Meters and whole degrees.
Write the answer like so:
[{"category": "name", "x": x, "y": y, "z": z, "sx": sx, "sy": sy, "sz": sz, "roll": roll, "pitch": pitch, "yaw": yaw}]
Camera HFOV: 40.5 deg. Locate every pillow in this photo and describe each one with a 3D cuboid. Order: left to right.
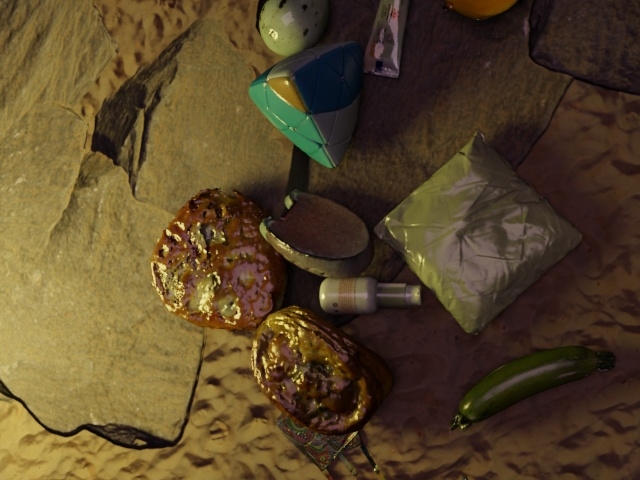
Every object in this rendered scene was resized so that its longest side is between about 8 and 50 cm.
[{"category": "pillow", "x": 0.283, "y": -0.014, "z": 1.588, "sx": 0.274, "sy": 0.076, "sz": 0.281, "roll": -43, "pitch": 76, "yaw": 7}]

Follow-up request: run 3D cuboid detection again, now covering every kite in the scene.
[{"category": "kite", "x": 0.039, "y": 0.413, "z": 1.655, "sx": 0.152, "sy": 0.015, "sz": 0.285, "roll": -38, "pitch": 74, "yaw": 13}]

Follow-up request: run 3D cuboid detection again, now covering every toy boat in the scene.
[{"category": "toy boat", "x": 0.000, "y": 0.000, "z": 1.656, "sx": 0.227, "sy": 0.085, "sz": 0.155, "roll": 27, "pitch": 54, "yaw": 25}]

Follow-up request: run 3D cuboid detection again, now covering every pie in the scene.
[{"category": "pie", "x": -0.204, "y": 0.046, "z": 1.719, "sx": 0.308, "sy": 0.085, "sz": 0.308, "roll": -1, "pitch": 86, "yaw": 16}]

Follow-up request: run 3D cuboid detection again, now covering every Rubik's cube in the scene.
[{"category": "Rubik's cube", "x": -0.021, "y": -0.245, "z": 1.624, "sx": 0.254, "sy": 0.254, "sz": 0.255, "roll": -1, "pitch": 85, "yaw": 16}]

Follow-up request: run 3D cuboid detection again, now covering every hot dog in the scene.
[{"category": "hot dog", "x": -0.004, "y": 0.237, "z": 1.601, "sx": 0.272, "sy": 0.122, "sz": 0.196, "roll": 36, "pitch": 106, "yaw": 2}]

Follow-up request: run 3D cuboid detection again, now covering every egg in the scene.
[{"category": "egg", "x": -0.047, "y": -0.437, "z": 1.699, "sx": 0.131, "sy": 0.131, "sz": 0.164, "roll": 30, "pitch": 69, "yaw": 17}]

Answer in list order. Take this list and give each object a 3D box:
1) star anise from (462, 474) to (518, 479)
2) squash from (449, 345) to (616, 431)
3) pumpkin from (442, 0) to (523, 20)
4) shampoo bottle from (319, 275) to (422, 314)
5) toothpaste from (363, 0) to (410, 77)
[{"category": "star anise", "x": 0.290, "y": 0.508, "z": 1.547, "sx": 0.204, "sy": 0.061, "sz": 0.181, "roll": 7, "pitch": 87, "yaw": 17}, {"category": "squash", "x": 0.364, "y": 0.248, "z": 1.545, "sx": 0.318, "sy": 0.071, "sz": 0.080, "roll": -25, "pitch": 120, "yaw": 10}, {"category": "pumpkin", "x": 0.301, "y": -0.535, "z": 1.626, "sx": 0.163, "sy": 0.111, "sz": 0.279, "roll": -13, "pitch": 83, "yaw": 31}, {"category": "shampoo bottle", "x": 0.097, "y": 0.103, "z": 1.633, "sx": 0.192, "sy": 0.074, "sz": 0.074, "roll": -2, "pitch": 85, "yaw": 15}, {"category": "toothpaste", "x": 0.148, "y": -0.475, "z": 1.682, "sx": 0.056, "sy": 0.058, "sz": 0.315, "roll": 11, "pitch": 93, "yaw": -27}]
